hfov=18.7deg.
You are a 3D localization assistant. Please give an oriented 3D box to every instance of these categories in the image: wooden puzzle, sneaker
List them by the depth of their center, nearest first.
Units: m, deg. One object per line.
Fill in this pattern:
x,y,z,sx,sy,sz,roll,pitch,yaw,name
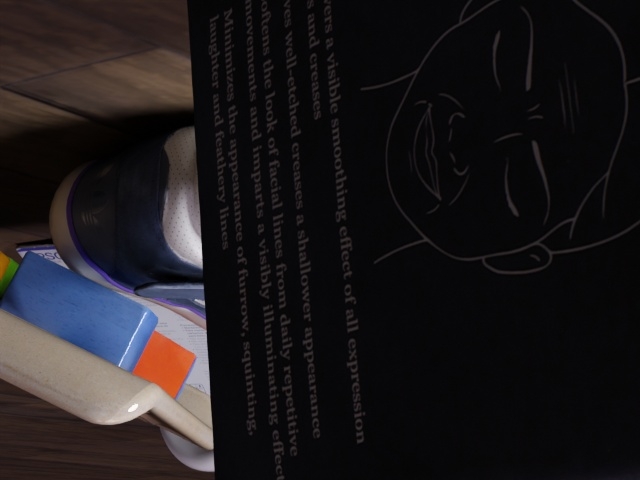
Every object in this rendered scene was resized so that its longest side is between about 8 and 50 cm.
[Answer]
0.000,-0.001,1.336,0.323,0.130,0.236,16,164,-41,sneaker
-0.224,0.041,1.366,0.322,0.080,0.348,26,176,9,wooden puzzle

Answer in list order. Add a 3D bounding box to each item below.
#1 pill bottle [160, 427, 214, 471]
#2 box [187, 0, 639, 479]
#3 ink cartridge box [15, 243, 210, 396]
-0.040,0.184,2.156,0.153,0.153,0.265,-14,164,40,pill bottle
0.136,-0.031,0.851,0.212,0.293,0.395,5,166,-36,box
-0.117,0.059,1.655,0.223,0.045,0.224,-2,138,21,ink cartridge box
